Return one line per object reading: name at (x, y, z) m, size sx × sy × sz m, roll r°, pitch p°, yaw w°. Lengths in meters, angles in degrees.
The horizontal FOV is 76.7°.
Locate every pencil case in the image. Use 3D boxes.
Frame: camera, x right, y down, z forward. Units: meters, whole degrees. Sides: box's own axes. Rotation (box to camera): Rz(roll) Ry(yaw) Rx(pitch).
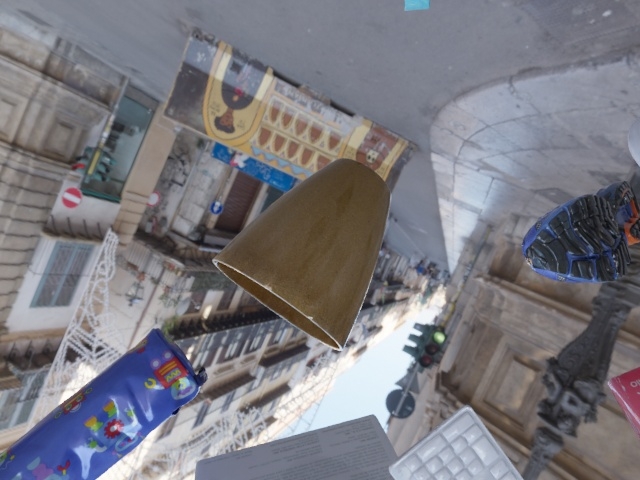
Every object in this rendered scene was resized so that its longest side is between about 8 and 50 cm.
pencil case at (-0.315, 0.268, 0.583) m, size 0.119 × 0.306 × 0.133 m, roll 8°, pitch 133°, yaw 54°

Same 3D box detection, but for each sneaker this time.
sneaker at (0.264, -0.002, 0.421) m, size 0.221 × 0.084 × 0.087 m, roll -13°, pitch 172°, yaw -39°

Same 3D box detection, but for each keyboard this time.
keyboard at (0.149, 0.236, 0.300) m, size 0.256 × 0.072 × 0.014 m, roll 54°, pitch -177°, yaw -9°

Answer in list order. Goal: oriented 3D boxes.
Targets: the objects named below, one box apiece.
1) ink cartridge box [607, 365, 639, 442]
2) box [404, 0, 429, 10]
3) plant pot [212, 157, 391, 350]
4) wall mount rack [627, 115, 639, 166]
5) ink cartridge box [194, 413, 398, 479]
ink cartridge box at (0.430, 0.292, 0.282) m, size 0.279 × 0.160 × 0.385 m, roll 52°, pitch -162°, yaw -21°
box at (0.216, -0.656, 0.892) m, size 0.060 × 0.101 × 0.244 m, roll 4°, pitch 148°, yaw 15°
plant pot at (0.000, 0.000, 0.647) m, size 0.237 × 0.255 × 0.237 m, roll 31°, pitch 164°, yaw 10°
wall mount rack at (0.256, 0.014, 0.121) m, size 0.303 × 0.131 × 0.350 m, roll -19°, pitch -128°, yaw -19°
ink cartridge box at (-0.007, 0.412, 0.507) m, size 0.307 × 0.091 × 0.385 m, roll -10°, pitch -161°, yaw -10°
